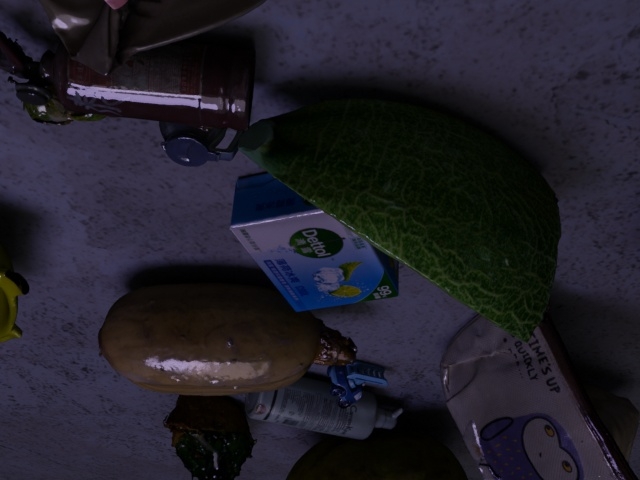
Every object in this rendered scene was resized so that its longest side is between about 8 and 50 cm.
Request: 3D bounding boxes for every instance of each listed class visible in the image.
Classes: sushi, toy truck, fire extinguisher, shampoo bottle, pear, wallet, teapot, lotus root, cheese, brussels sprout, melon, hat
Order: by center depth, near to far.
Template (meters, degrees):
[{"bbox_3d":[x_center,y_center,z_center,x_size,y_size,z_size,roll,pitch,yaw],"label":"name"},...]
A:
[{"bbox_3d":[-0.128,-0.229,0.581,0.173,0.144,0.166,-24,120,-28],"label":"hat"},{"bbox_3d":[-0.184,-0.158,0.671,0.252,0.075,0.106,7,145,-3],"label":"fire extinguisher"},{"bbox_3d":[0.083,-0.040,0.733,0.324,0.196,0.124,25,151,-23],"label":"melon"},{"bbox_3d":[-0.243,-0.132,0.737,0.083,0.046,0.051,9,165,-12],"label":"brussels sprout"},{"bbox_3d":[-0.119,-0.105,0.757,0.088,0.057,0.066,8,146,-6],"label":"teapot"},{"bbox_3d":[-0.121,0.129,1.023,0.343,0.151,0.169,-1,161,-2],"label":"lotus root"},{"bbox_3d":[0.278,0.236,1.040,0.068,0.335,0.275,-16,163,-32],"label":"wallet"},{"bbox_3d":[0.346,0.310,1.180,0.248,0.173,0.251,13,-165,25],"label":"cheese"},{"bbox_3d":[0.060,0.226,1.232,0.090,0.056,0.073,-19,133,8],"label":"toy truck"},{"bbox_3d":[0.008,0.281,1.284,0.263,0.085,0.085,16,143,-19],"label":"shampoo bottle"},{"bbox_3d":[-0.192,0.362,1.367,0.149,0.140,0.287,8,147,4],"label":"sushi"},{"bbox_3d":[0.104,0.499,1.378,0.352,0.351,0.413,5,159,-3],"label":"pear"}]

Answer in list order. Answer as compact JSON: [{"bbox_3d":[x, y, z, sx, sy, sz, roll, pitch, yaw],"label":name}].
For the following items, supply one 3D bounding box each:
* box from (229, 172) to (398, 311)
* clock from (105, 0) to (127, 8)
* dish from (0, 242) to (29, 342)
[{"bbox_3d":[0.000,0.000,0.885,0.139,0.073,0.194,-10,143,19],"label":"box"},{"bbox_3d":[-0.118,-0.247,0.464,0.162,0.093,0.166,-42,115,3],"label":"clock"},{"bbox_3d":[-0.478,0.021,0.924,0.263,0.108,0.221,15,144,-14],"label":"dish"}]
